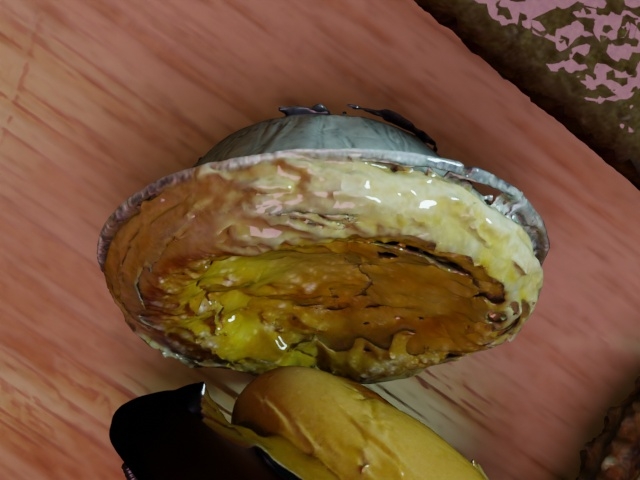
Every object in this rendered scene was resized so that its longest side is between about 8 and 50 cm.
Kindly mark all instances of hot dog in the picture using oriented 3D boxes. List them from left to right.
[{"bbox_3d":[0.047,0.174,1.004,0.107,0.194,0.326,-41,95,-30],"label":"hot dog"}]

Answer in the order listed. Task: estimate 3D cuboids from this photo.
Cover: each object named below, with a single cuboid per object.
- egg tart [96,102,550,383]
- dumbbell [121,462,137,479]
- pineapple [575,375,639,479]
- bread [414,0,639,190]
[{"bbox_3d":[0.000,0.000,0.989,0.234,0.094,0.234,-1,153,0],"label":"egg tart"},{"bbox_3d":[-0.083,0.190,1.090,0.069,0.069,0.147,-19,108,5],"label":"dumbbell"},{"bbox_3d":[0.162,0.175,1.067,0.128,0.128,0.248,41,109,-13],"label":"pineapple"},{"bbox_3d":[0.158,-0.105,0.947,0.416,0.165,0.113,37,105,-13],"label":"bread"}]
